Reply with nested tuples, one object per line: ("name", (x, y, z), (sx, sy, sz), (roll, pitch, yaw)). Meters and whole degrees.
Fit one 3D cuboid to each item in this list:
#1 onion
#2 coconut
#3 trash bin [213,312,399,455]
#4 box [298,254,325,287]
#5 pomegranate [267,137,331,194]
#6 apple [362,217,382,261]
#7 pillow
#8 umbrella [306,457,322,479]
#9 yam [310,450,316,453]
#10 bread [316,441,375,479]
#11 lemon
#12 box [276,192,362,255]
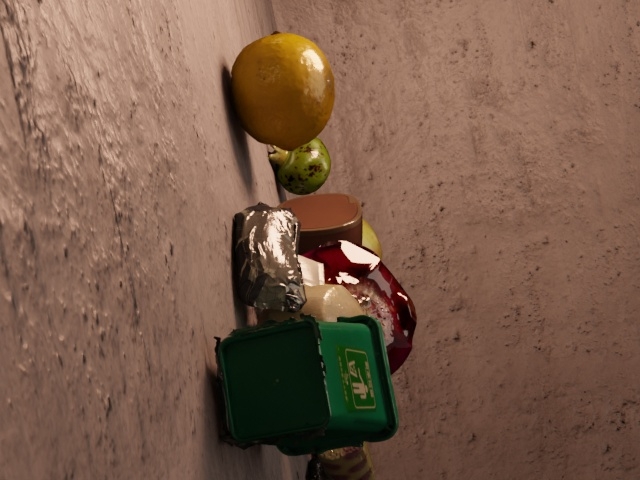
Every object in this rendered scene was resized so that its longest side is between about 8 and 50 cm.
("onion", (0.040, 0.231, 2.133), (0.420, 0.398, 0.398), (121, -35, -57))
("coconut", (-0.002, 0.219, 1.773), (0.245, 0.247, 0.245), (-2, 90, -66))
("trash bin", (-0.042, 0.264, 1.453), (0.381, 0.295, 0.259), (35, 44, -68))
("box", (-0.081, 0.066, 1.900), (0.029, 0.198, 0.109), (-56, -158, 31))
("pomegranate", (-0.081, -0.267, 2.692), (0.263, 0.211, 0.211), (20, 54, -30))
("apple", (0.058, 0.035, 2.822), (0.319, 0.319, 0.277), (72, 3, -58))
("pillow", (-0.112, 0.027, 1.741), (0.093, 0.161, 0.335), (-58, -153, 36))
("umbrella", (-0.015, 0.628, 2.155), (0.144, 0.040, 0.037), (-68, 138, -84))
("yam", (-0.028, 0.543, 2.177), (0.043, 0.043, 0.094), (39, 41, -83))
("bread", (0.067, 0.641, 2.414), (0.338, 0.155, 0.187), (69, 3, -52))
("lemon", (-0.101, -0.394, 2.086), (0.297, 0.297, 0.297), (-11, 90, -85))
("box", (0.000, 0.000, 2.458), (0.301, 0.300, 0.216), (-92, 176, -63))
